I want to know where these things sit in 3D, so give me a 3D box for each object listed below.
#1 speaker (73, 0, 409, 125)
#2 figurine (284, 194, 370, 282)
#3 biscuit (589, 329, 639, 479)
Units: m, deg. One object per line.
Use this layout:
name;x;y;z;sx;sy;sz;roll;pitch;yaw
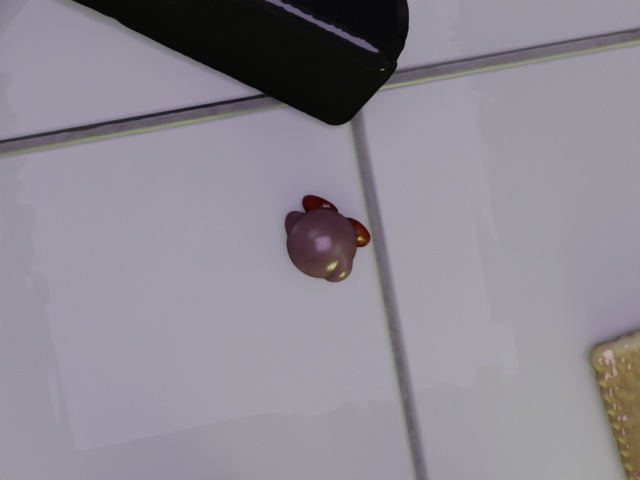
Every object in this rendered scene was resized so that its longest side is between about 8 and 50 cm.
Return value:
speaker;-0.097;-0.275;0.720;0.389;0.180;0.184;26;78;-8
figurine;0.000;0.000;0.789;0.083;0.067;0.071;31;69;10
biscuit;0.381;0.202;0.846;0.160;0.030;0.249;-19;94;-4
